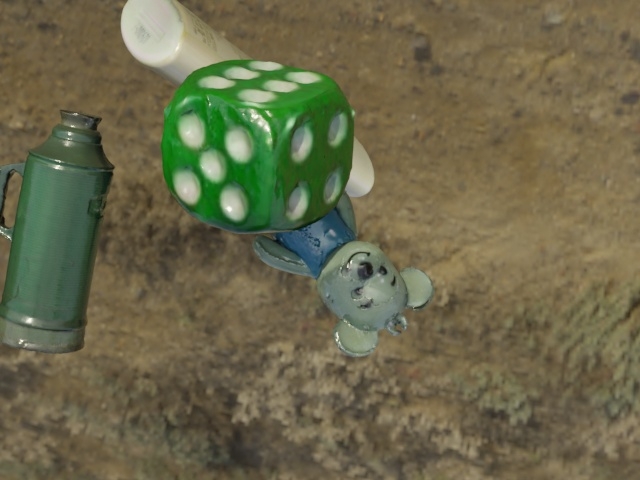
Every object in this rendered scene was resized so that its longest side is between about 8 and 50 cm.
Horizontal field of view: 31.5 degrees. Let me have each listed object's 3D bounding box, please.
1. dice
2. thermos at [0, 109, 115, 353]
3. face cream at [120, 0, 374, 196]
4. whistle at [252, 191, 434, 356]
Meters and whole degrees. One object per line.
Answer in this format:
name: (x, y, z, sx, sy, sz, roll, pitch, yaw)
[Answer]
dice: (-0.053, -0.084, 0.985, 0.131, 0.128, 0.120, 21, 119, 32)
thermos: (-0.211, -0.011, 0.906, 0.083, 0.188, 0.073, 19, -169, 38)
face cream: (-0.084, -0.175, 1.397, 0.348, 0.173, 0.081, 33, 100, -41)
whistle: (0.000, 0.000, 1.080, 0.236, 0.114, 0.077, 47, 163, 15)
